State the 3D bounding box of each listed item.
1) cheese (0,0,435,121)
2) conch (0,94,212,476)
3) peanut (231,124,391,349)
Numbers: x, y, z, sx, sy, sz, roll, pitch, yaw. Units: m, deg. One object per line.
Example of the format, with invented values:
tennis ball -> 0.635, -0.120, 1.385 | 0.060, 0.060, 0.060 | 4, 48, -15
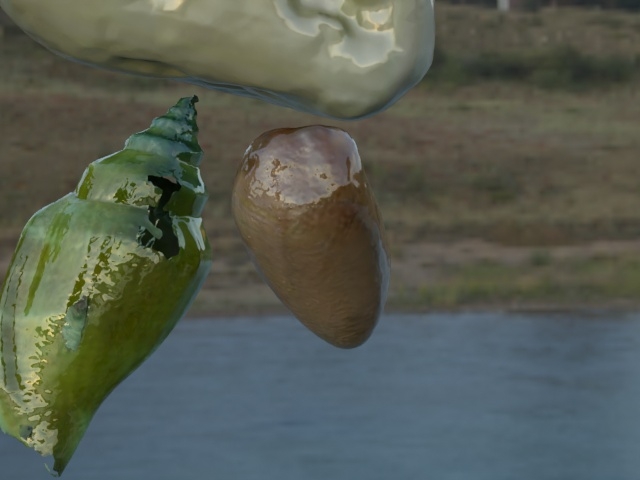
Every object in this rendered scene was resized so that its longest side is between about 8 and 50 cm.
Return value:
cheese -> -0.065, -0.173, 0.937 | 0.251, 0.174, 0.248 | 6, 7, -6
conch -> -0.112, 0.015, 0.803 | 0.095, 0.201, 0.079 | 33, -16, 14
peanut -> 0.000, 0.000, 0.786 | 0.076, 0.076, 0.152 | -1, -42, 14
